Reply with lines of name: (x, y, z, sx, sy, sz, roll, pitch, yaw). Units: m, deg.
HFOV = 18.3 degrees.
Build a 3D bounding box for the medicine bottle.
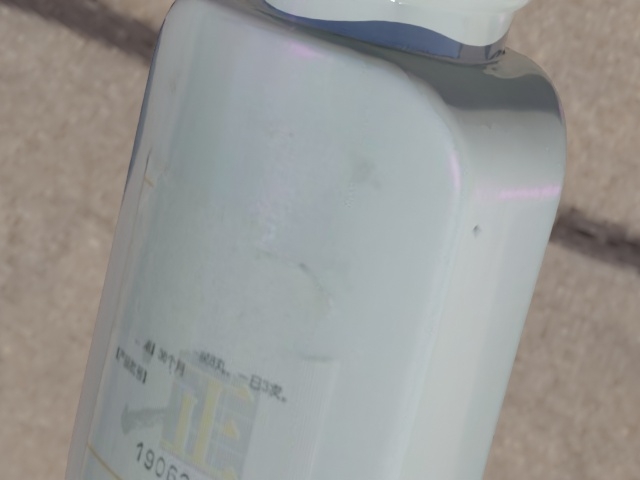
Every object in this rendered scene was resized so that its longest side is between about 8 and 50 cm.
medicine bottle: (0.000, 0.000, 0.713, 0.161, 0.111, 0.296, 25, 110, 40)
